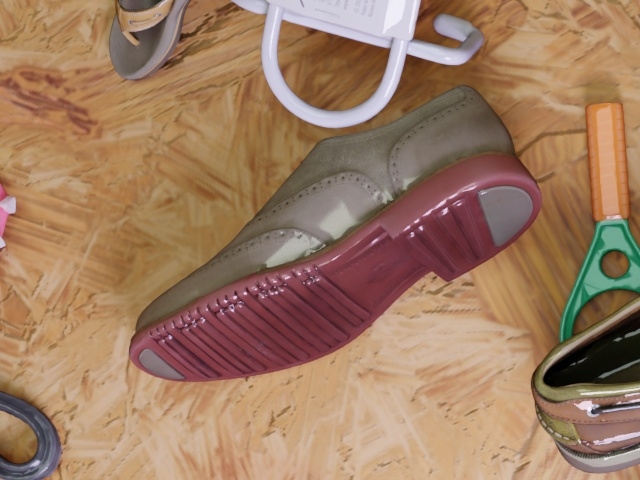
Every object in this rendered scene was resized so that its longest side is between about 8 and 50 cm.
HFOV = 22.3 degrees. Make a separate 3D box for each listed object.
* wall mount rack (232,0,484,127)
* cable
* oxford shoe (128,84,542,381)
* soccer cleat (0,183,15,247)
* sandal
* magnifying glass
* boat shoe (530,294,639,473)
[{"bbox_3d":[-0.002,-0.278,1.242,0.304,0.130,0.350,17,115,11],"label":"wall mount rack"},{"bbox_3d":[-0.347,0.120,1.375,0.287,0.072,0.139,14,71,2],"label":"cable"},{"bbox_3d":[0.000,0.000,1.275,0.348,0.123,0.130,-26,54,11],"label":"oxford shoe"},{"bbox_3d":[-0.328,0.053,1.334,0.095,0.083,0.248,4,69,34],"label":"soccer cleat"},{"bbox_3d":[-0.135,-0.198,1.301,0.180,0.049,0.072,-47,60,46],"label":"sandal"},{"bbox_3d":[0.226,0.009,1.249,0.092,0.026,0.231,-4,86,12],"label":"magnifying glass"},{"bbox_3d":[0.297,0.067,1.148,0.307,0.104,0.111,-29,50,3],"label":"boat shoe"}]
